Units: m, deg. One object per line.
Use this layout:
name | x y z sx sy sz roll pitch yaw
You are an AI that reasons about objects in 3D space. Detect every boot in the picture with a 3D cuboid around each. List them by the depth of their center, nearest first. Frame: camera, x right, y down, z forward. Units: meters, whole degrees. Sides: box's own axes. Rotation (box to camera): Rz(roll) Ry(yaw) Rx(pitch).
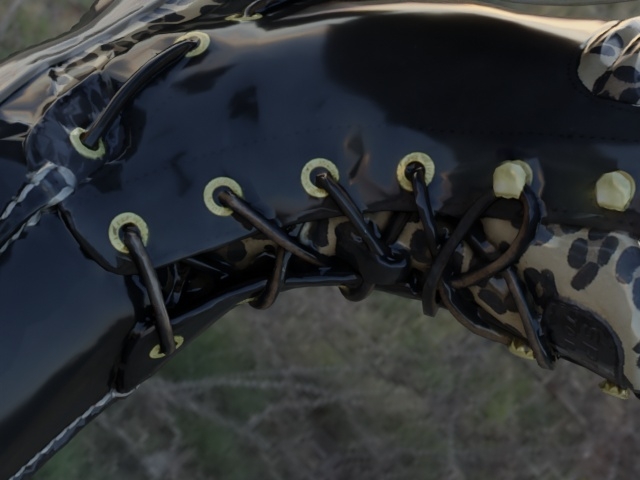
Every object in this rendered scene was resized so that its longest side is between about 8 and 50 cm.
boot | 0.000 0.000 0.636 0.284 0.138 0.377 14 41 24

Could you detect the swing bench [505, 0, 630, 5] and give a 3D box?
swing bench | 0.051 -0.252 0.595 0.165 0.255 0.253 1 32 3
